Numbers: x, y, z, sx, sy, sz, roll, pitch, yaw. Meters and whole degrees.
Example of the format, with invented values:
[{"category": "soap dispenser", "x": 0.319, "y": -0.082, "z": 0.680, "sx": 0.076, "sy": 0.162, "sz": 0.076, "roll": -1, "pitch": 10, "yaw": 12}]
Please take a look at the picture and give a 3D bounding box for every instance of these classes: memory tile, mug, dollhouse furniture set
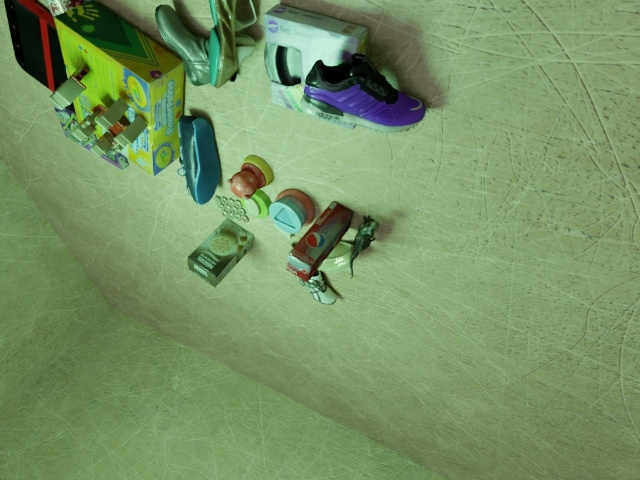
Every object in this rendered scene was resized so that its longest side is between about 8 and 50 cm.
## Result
[{"category": "memory tile", "x": -0.354, "y": -0.124, "z": 1.885, "sx": 0.147, "sy": 0.012, "sz": 0.113, "roll": 14, "pitch": 139, "yaw": 32}, {"category": "mug", "x": -0.803, "y": -0.774, "z": 1.466, "sx": 0.150, "sy": 0.113, "sz": 0.169, "roll": 27, "pitch": 147, "yaw": 20}, {"category": "dollhouse furniture set", "x": -0.702, "y": -0.409, "z": 1.519, "sx": 0.261, "sy": 0.135, "sz": 0.259, "roll": -3, "pitch": 140, "yaw": 45}]

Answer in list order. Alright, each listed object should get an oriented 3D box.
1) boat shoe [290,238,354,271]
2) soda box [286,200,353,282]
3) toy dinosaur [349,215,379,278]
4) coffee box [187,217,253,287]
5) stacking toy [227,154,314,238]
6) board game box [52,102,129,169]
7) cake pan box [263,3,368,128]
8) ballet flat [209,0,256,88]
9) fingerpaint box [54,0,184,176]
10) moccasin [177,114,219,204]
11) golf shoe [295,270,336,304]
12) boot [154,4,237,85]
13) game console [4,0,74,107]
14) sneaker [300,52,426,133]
[{"category": "boat shoe", "x": 0.007, "y": 0.036, "z": 1.660, "sx": 0.302, "sy": 0.109, "sz": 0.098, "roll": -1, "pitch": 131, "yaw": 50}, {"category": "soda box", "x": 0.000, "y": 0.000, "z": 1.480, "sx": 0.083, "sy": 0.263, "sz": 0.092, "roll": 31, "pitch": 145, "yaw": 13}, {"category": "toy dinosaur", "x": 0.133, "y": 0.000, "z": 1.486, "sx": 0.063, "sy": 0.118, "sz": 0.268, "roll": 24, "pitch": 142, "yaw": 9}, {"category": "coffee box", "x": -0.398, "y": 0.047, "z": 1.915, "sx": 0.141, "sy": 0.247, "sz": 0.098, "roll": 32, "pitch": 146, "yaw": 9}, {"category": "stacking toy", "x": -0.192, "y": -0.106, "z": 1.654, "sx": 0.308, "sy": 0.130, "sz": 0.280, "roll": 37, "pitch": 145, "yaw": 3}, {"category": "board game box", "x": -0.991, "y": -0.461, "z": 2.054, "sx": 0.346, "sy": 0.056, "sz": 0.208, "roll": 29, "pitch": 141, "yaw": 13}, {"category": "cake pan box", "x": -0.015, "y": -0.427, "z": 1.179, "sx": 0.266, "sy": 0.070, "sz": 0.246, "roll": 25, "pitch": 141, "yaw": 19}, {"category": "ballet flat", "x": -0.224, "y": -0.539, "z": 1.201, "sx": 0.343, "sy": 0.123, "sz": 0.116, "roll": 100, "pitch": 154, "yaw": -48}, {"category": "fingerpaint box", "x": -0.653, "y": -0.492, "z": 1.603, "sx": 0.371, "sy": 0.163, "sz": 0.445, "roll": 35, "pitch": 146, "yaw": 6}, {"category": "moccasin", "x": -0.436, "y": -0.290, "z": 1.693, "sx": 0.116, "sy": 0.137, "sz": 0.342, "roll": 28, "pitch": 131, "yaw": 22}, {"category": "golf shoe", "x": -0.010, "y": 0.174, "z": 1.857, "sx": 0.198, "sy": 0.077, "sz": 0.094, "roll": 39, "pitch": 146, "yaw": -3}, {"category": "boot", "x": -0.337, "y": -0.554, "z": 1.334, "sx": 0.161, "sy": 0.084, "sz": 0.247, "roll": 1, "pitch": 137, "yaw": 32}, {"category": "game console", "x": -1.020, "y": -0.705, "z": 1.803, "sx": 0.341, "sy": 0.060, "sz": 0.386, "roll": 36, "pitch": 147, "yaw": -5}, {"category": "sneaker", "x": 0.107, "y": -0.336, "z": 1.065, "sx": 0.292, "sy": 0.102, "sz": 0.146, "roll": 7, "pitch": 138, "yaw": -6}]
